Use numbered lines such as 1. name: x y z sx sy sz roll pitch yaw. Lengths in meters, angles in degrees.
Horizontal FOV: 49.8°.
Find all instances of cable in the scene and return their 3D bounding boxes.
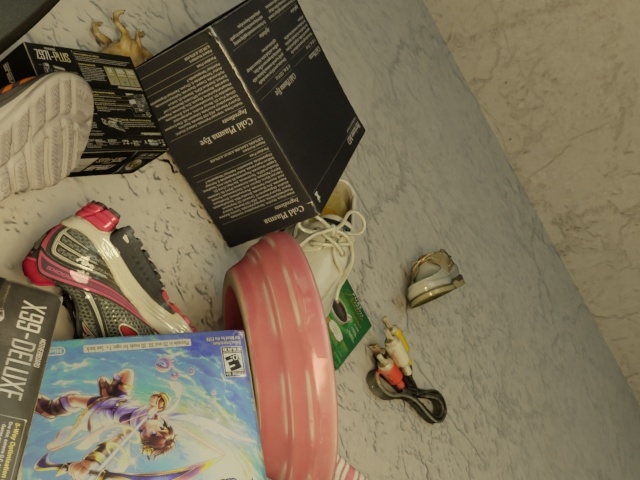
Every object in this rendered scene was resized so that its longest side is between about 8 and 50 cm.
1. cable: 0.179 0.284 1.339 0.287 0.072 0.139 49 38 -26

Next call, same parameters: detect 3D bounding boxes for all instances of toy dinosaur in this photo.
1. toy dinosaur: -0.298 -0.291 1.032 0.093 0.053 0.183 64 29 -3

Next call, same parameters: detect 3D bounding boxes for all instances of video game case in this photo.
1. video game case: -0.189 0.217 0.673 0.269 0.061 0.244 0 65 -25

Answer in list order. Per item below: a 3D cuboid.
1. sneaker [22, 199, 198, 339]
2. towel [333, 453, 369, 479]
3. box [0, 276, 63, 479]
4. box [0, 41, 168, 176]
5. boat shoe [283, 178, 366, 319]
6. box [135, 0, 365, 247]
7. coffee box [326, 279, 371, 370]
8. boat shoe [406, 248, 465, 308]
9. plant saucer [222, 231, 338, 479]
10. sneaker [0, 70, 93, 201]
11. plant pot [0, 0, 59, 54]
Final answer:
1. sneaker: -0.224 0.102 0.803 0.112 0.121 0.299 -40 117 -24
2. towel: 0.019 0.384 1.041 0.197 0.029 0.144 47 32 -28
3. box: -0.349 0.147 0.506 0.242 0.076 0.307 21 47 -28
4. box: -0.306 -0.164 0.891 0.180 0.077 0.147 -17 83 -61
5. boat shoe: 0.008 0.004 1.157 0.136 0.156 0.367 33 34 -8
6. box: -0.102 -0.218 1.140 0.312 0.179 0.343 59 29 -20
7. coffee box: 0.023 0.147 1.223 0.113 0.040 0.184 60 30 -6
8. boat shoe: 0.252 0.083 1.592 0.103 0.113 0.302 66 18 6
9. plant saucer: -0.064 0.156 0.869 0.084 0.332 0.332 -5 66 -16
10. sneaker: -0.358 -0.109 0.656 0.180 0.125 0.321 16 25 6
11. plant pot: -0.403 -0.259 0.722 0.187 0.188 0.167 40 50 -37
